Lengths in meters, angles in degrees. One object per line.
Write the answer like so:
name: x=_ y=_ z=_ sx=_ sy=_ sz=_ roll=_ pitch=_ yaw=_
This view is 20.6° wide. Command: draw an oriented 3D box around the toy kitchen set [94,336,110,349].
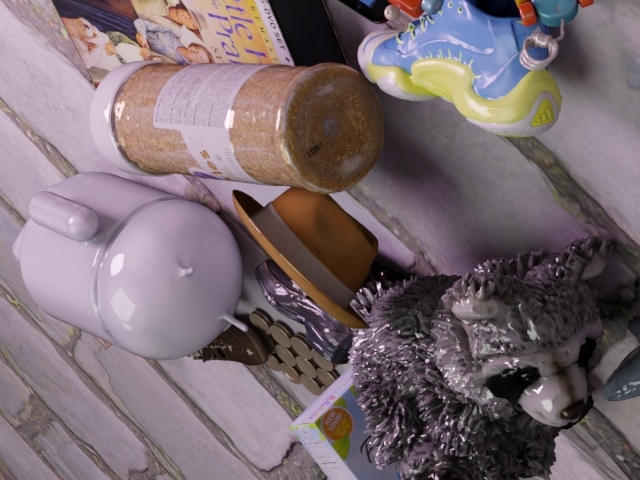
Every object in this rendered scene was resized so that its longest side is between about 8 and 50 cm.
toy kitchen set: x=-0.283 y=0.138 z=2.543 sx=0.068 sy=0.083 sz=0.075 roll=48 pitch=154 yaw=3

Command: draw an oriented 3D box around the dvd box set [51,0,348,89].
dvd box set: x=-0.143 y=-0.234 z=1.843 sx=0.420 sy=0.062 sz=0.307 roll=20 pitch=143 yaw=45

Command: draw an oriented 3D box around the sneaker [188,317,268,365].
sneaker: x=-0.140 y=0.138 z=2.322 sx=0.188 sy=0.071 sz=0.066 roll=20 pitch=142 yaw=54

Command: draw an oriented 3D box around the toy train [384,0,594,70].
toy train: x=0.136 y=-0.196 z=1.412 sx=0.166 sy=0.125 sz=0.046 roll=31 pitch=169 yaw=23

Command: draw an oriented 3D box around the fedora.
fedora: x=0.000 y=0.000 z=1.701 sx=0.194 sy=0.079 sz=0.194 roll=45 pitch=-175 yaw=-5

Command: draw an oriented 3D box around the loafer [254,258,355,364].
loafer: x=-0.010 y=0.071 z=2.082 sx=0.170 sy=0.062 sz=0.061 roll=42 pitch=115 yaw=26

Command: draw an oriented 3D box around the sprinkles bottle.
sprinkles bottle: x=-0.090 y=-0.115 z=1.715 sx=0.355 sy=0.121 sz=0.121 roll=8 pitch=133 yaw=54

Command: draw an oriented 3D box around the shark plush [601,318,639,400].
shark plush: x=0.326 y=0.123 z=1.609 sx=0.161 sy=0.067 sz=0.073 roll=4 pitch=130 yaw=55

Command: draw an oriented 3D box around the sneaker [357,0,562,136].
sneaker: x=0.122 y=-0.177 z=1.518 sx=0.240 sy=0.091 sz=0.126 roll=27 pitch=123 yaw=46

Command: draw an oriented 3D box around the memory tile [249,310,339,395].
memory tile: x=-0.029 y=0.151 z=2.255 sx=0.148 sy=0.012 sz=0.113 roll=27 pitch=147 yaw=35

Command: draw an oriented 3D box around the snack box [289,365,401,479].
snack box: x=0.094 y=0.231 z=1.991 sx=0.207 sy=0.174 sz=0.070 roll=52 pitch=153 yaw=-9

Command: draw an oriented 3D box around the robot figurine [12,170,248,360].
robot figurine: x=-0.234 y=0.030 z=2.186 sx=0.353 sy=0.199 sz=0.300 roll=19 pitch=169 yaw=45

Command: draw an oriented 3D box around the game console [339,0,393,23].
game console: x=0.027 y=-0.278 z=1.495 sx=0.144 sy=0.085 sz=0.124 roll=35 pitch=152 yaw=23

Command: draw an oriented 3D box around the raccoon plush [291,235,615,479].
raccoon plush: x=0.098 y=0.057 z=1.736 sx=0.446 sy=0.216 sz=0.299 roll=32 pitch=142 yaw=30
